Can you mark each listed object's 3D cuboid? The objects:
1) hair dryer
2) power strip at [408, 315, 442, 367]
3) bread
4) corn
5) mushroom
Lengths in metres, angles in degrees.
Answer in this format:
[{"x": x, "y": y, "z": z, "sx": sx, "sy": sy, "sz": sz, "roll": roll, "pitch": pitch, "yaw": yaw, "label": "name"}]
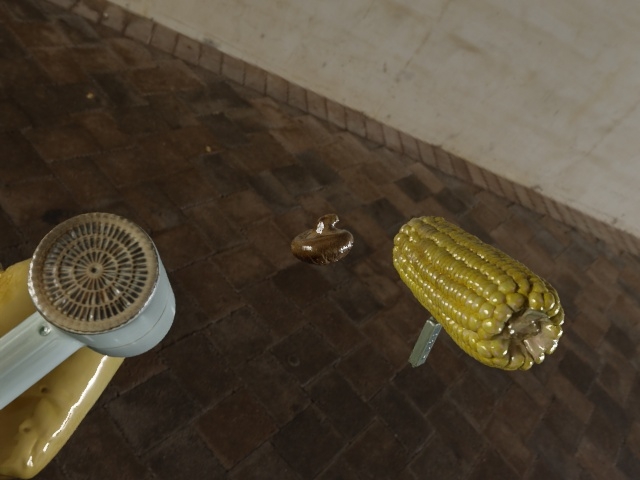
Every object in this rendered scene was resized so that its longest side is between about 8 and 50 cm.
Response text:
[{"x": -0.291, "y": 0.125, "z": 0.546, "sx": 0.357, "sy": 0.173, "sz": 0.107, "roll": -38, "pitch": 80, "yaw": -18, "label": "hair dryer"}, {"x": 0.144, "y": 0.141, "z": 0.847, "sx": 0.017, "sy": 0.083, "sz": 0.027, "roll": 33, "pitch": 23, "yaw": 32, "label": "power strip"}, {"x": -0.505, "y": 0.214, "z": 0.979, "sx": 0.250, "sy": 0.361, "sz": 0.394, "roll": 42, "pitch": 59, "yaw": -17, "label": "bread"}, {"x": 0.142, "y": 0.042, "z": 0.600, "sx": 0.093, "sy": 0.093, "sz": 0.244, "roll": 23, "pitch": 11, "yaw": -16, "label": "corn"}, {"x": 0.004, "y": 0.007, "z": 1.194, "sx": 0.109, "sy": 0.126, "sz": 0.085, "roll": -49, "pitch": 119, "yaw": -19, "label": "mushroom"}]
